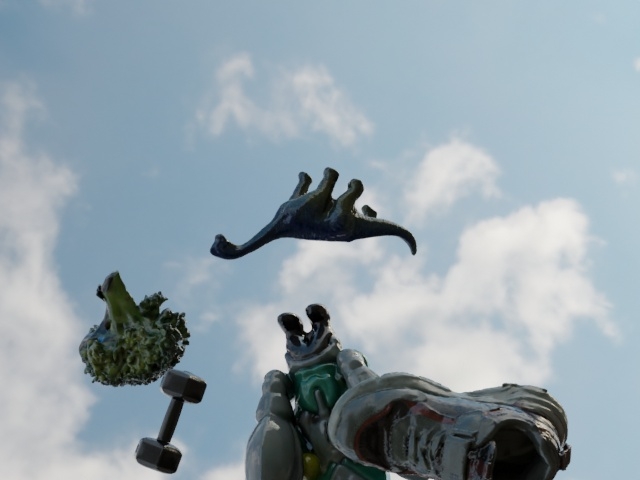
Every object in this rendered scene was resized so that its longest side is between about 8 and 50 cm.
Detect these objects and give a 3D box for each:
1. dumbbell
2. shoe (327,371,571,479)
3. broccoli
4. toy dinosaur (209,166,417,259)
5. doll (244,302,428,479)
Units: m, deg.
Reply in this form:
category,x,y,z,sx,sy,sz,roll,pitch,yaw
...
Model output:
category,x,y,z,sx,sy,sz,roll,pitch,yaw
dumbbell,-0.122,0.146,0.922,0.036,0.040,0.083,47,-119,-69
shoe,0.122,0.192,1.018,0.227,0.125,0.099,1,-64,-5
broccoli,-0.257,0.120,1.522,0.154,0.167,0.160,-31,-79,-17
toy dinosaur,0.000,0.000,1.525,0.188,0.247,0.075,-60,0,-25
doll,-0.005,0.204,1.202,0.195,0.258,0.153,-45,-24,3
